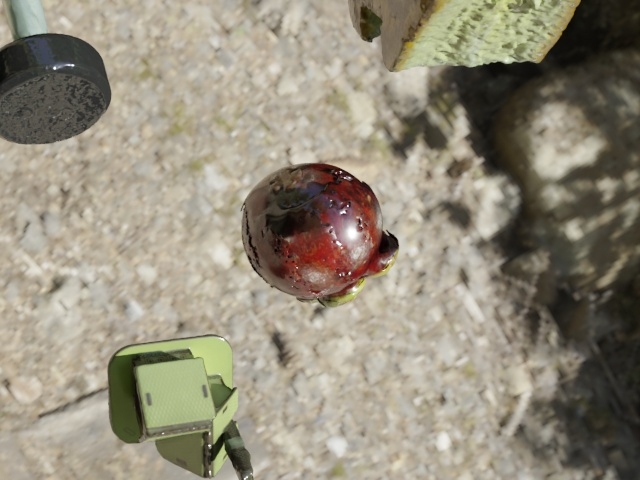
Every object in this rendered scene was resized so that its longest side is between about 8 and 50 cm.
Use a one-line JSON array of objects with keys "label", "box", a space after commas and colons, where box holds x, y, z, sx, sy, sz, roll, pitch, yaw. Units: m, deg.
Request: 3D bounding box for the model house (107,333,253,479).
[{"label": "model house", "box": [-0.222, 0.310, 2.229, 0.218, 0.205, 0.279, -7, 29, -14]}]

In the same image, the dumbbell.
[{"label": "dumbbell", "box": [-0.229, -0.174, 1.053, 0.100, 0.100, 0.191, 7, 53, -39]}]

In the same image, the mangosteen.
[{"label": "mangosteen", "box": [0.000, 0.000, 1.512, 0.180, 0.166, 0.166, 53, 36, -38]}]

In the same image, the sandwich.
[{"label": "sandwich", "box": [0.103, -0.186, 0.982, 0.122, 0.128, 0.236, -3, 26, -10]}]
